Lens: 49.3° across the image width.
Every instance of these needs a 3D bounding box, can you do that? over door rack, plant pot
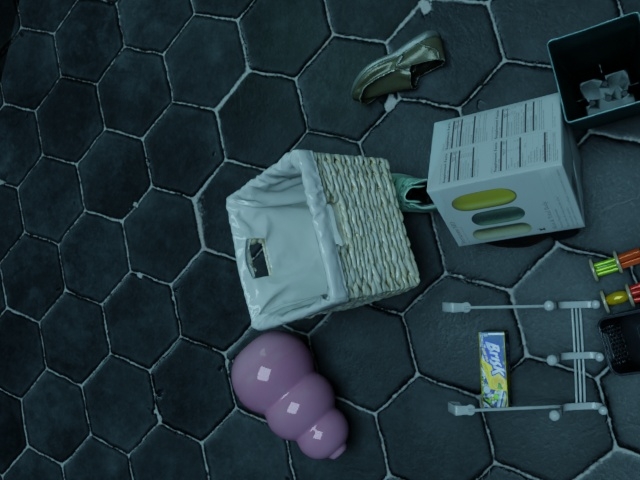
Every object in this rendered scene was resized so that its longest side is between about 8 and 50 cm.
[{"bbox_3d":[0.422,0.244,1.438,0.324,0.108,0.239,-2,85,5],"label":"over door rack"},{"bbox_3d":[0.565,-0.308,1.379,0.165,0.234,0.165,-15,80,24],"label":"plant pot"}]

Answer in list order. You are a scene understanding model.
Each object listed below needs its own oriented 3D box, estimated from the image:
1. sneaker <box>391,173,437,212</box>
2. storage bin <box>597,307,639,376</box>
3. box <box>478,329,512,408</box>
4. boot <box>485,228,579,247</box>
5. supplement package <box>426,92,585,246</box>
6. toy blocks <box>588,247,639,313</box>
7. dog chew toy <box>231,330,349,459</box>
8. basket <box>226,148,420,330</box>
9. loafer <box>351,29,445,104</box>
[{"bbox_3d":[0.184,-0.114,1.592,0.256,0.151,0.094,4,89,26],"label":"sneaker"},{"bbox_3d":[0.650,0.188,1.353,0.180,0.084,0.122,-25,75,50],"label":"storage bin"},{"bbox_3d":[0.384,0.282,1.528,0.059,0.054,0.169,-4,86,24],"label":"box"},{"bbox_3d":[0.454,-0.050,1.520,0.219,0.082,0.106,-8,57,35],"label":"boot"},{"bbox_3d":[0.382,-0.137,1.427,0.263,0.199,0.198,-10,50,28],"label":"supplement package"},{"bbox_3d":[0.640,0.071,1.420,0.148,0.054,0.123,-20,79,23],"label":"toy blocks"},{"bbox_3d":[-0.060,0.377,1.659,0.206,0.206,0.332,-45,78,16],"label":"dog chew toy"},{"bbox_3d":[0.000,0.000,1.547,0.331,0.266,0.328,-26,74,52],"label":"basket"},{"bbox_3d":[0.184,-0.393,1.640,0.251,0.094,0.087,-32,70,20],"label":"loafer"}]
